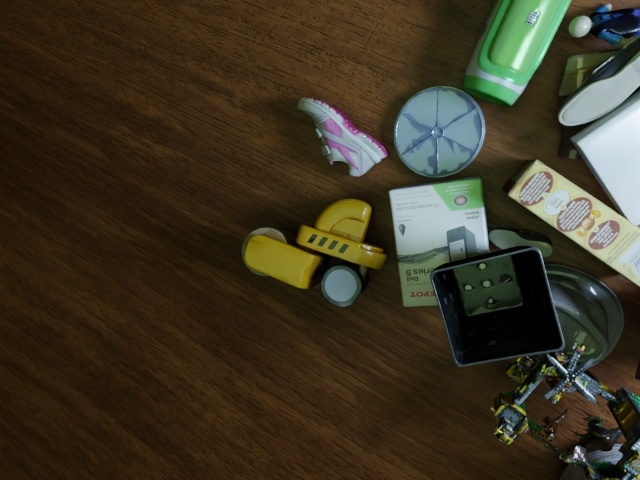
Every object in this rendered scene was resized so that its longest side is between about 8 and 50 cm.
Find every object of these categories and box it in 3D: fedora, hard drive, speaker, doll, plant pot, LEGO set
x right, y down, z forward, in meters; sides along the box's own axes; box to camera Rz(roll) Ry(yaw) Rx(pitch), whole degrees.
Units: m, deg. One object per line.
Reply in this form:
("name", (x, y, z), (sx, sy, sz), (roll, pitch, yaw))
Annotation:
("fedora", (0.510, 0.184, 0.925), (0.275, 0.124, 0.244), (31, 109, 12))
("hard drive", (0.688, -0.211, 0.790), (0.353, 0.047, 0.233), (-38, 108, 21))
("speaker", (0.396, -0.429, 0.853), (0.131, 0.131, 0.297), (25, 107, 14))
("doll", (0.566, -0.411, 0.810), (0.188, 0.046, 0.129), (-6, 57, 6))
("plant pot", (0.331, 0.106, 0.833), (0.188, 0.167, 0.188), (-16, 96, 20))
("LEGO set", (0.489, 0.363, 0.785), (0.331, 0.192, 0.255), (43, 109, 12))

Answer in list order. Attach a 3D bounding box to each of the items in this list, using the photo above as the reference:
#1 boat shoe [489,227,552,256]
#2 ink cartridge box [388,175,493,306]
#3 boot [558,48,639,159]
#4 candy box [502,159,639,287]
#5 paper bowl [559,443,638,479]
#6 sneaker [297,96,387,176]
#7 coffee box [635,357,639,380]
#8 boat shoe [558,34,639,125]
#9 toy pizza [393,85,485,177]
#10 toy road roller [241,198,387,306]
("boat shoe", (0.445, 0.000, 0.961), (0.132, 0.042, 0.049), (15, 125, 17))
("ink cartridge box", (0.277, 0.004, 0.981), (0.198, 0.114, 0.273), (-6, 98, 20))
("boot", (0.604, -0.270, 0.845), (0.248, 0.090, 0.207), (-2, 111, 19))
("candy box", (0.521, -0.037, 0.848), (0.316, 0.183, 0.088), (39, 110, 9))
("paper bowl", (0.673, 0.576, 0.927), (0.284, 0.148, 0.285), (4, 102, 20))
("sneaker", (0.033, -0.246, 1.031), (0.252, 0.103, 0.111), (42, 109, 9))
("coffee box", (0.709, 0.172, 0.759), (0.118, 0.296, 0.168), (26, 113, 57))
("boat shoe", (0.530, -0.295, 0.788), (0.075, 0.065, 0.206), (33, 125, -25))
("toy pizza", (0.269, -0.246, 0.983), (0.201, 0.032, 0.202), (4, 103, 19))
("toy road roller", (0.000, 0.000, 1.044), (0.329, 0.202, 0.241), (18, 94, 11))
